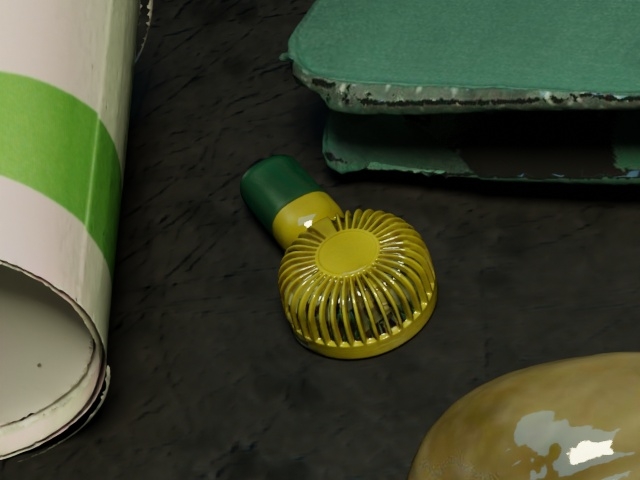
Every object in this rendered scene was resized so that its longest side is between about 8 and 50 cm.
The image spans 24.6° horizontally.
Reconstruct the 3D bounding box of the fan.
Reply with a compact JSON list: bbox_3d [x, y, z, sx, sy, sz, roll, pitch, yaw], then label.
[{"bbox_3d":[0.000,0.000,0.787,0.082,0.039,0.155,-30,44,-12],"label":"fan"}]

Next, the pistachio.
[{"bbox_3d":[0.124,0.099,0.606,0.185,0.126,0.108,-13,86,-1],"label":"pistachio"}]

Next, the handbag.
[{"bbox_3d":[0.146,-0.137,0.841,0.268,0.100,0.274,2,46,25],"label":"handbag"}]

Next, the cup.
[{"bbox_3d":[-0.207,-0.043,0.764,0.253,0.253,0.274,-14,50,5],"label":"cup"}]
